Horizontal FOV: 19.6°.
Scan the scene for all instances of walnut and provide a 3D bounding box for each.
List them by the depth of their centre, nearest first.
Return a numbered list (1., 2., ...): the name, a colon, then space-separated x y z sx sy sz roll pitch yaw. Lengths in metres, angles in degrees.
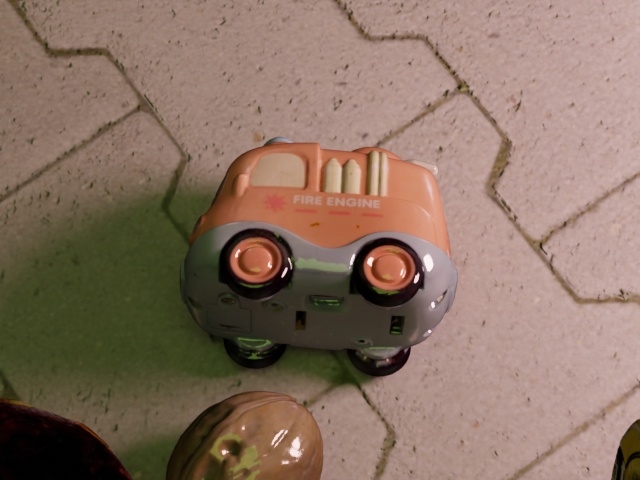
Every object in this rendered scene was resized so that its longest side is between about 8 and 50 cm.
1. walnut: -0.072 0.219 1.769 0.140 0.140 0.162 35 89 10

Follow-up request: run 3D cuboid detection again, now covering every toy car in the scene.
1. toy car: 0.000 0.000 1.828 0.271 0.180 0.212 3 61 0

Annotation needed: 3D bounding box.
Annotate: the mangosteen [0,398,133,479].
1. mangosteen: -0.307 0.280 1.663 0.297 0.297 0.313 -49 42 -14

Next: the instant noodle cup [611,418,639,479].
1. instant noodle cup: 0.407 0.272 1.733 0.236 0.215 0.215 1 71 -10
